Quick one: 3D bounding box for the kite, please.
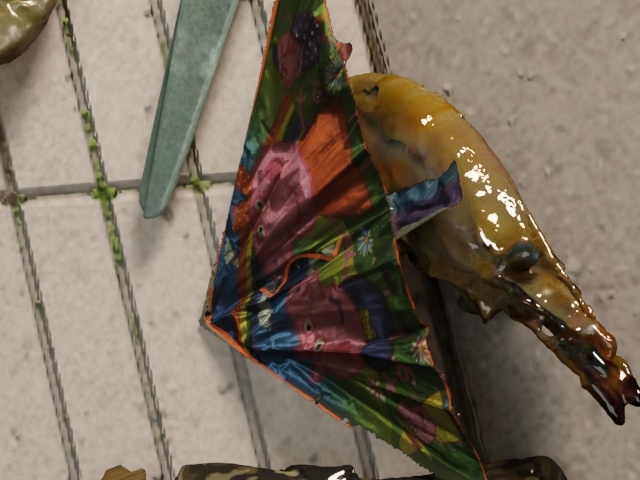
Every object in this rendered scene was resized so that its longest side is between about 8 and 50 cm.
[{"bbox_3d":[0.000,0.000,1.033,0.234,0.016,0.321,-32,69,49],"label":"kite"}]

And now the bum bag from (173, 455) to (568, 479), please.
[{"bbox_3d":[0.022,0.159,0.981,0.248,0.069,0.102,0,78,-5],"label":"bum bag"}]

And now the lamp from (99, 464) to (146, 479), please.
[{"bbox_3d":[-0.020,0.236,1.031,0.325,0.089,0.090,29,112,27],"label":"lamp"}]

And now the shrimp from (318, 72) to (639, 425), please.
[{"bbox_3d":[0.077,0.016,1.001,0.262,0.066,0.117,55,132,33],"label":"shrimp"}]

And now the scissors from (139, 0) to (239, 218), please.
[{"bbox_3d":[-0.036,-0.224,1.084,0.193,0.029,0.447,21,99,28],"label":"scissors"}]

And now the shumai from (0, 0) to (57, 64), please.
[{"bbox_3d":[-0.254,-0.166,1.156,0.201,0.201,0.120,69,159,12],"label":"shumai"}]
